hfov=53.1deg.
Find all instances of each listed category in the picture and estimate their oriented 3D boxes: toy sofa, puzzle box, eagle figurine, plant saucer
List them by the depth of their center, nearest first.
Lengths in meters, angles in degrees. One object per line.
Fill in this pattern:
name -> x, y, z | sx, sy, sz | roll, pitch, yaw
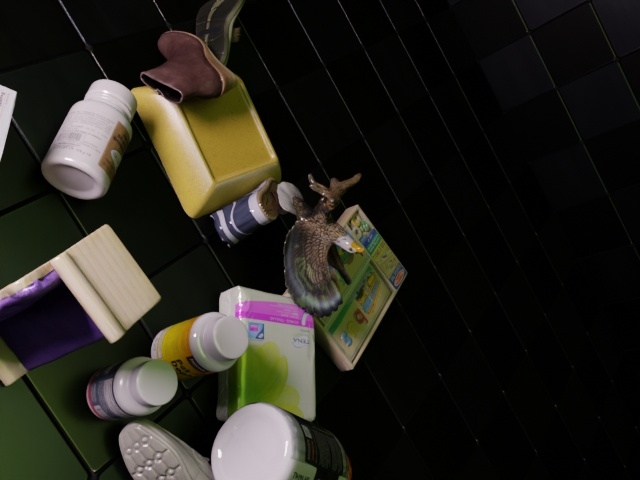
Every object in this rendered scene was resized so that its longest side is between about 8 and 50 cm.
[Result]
toy sofa -> -0.442, 0.126, 1.012 | 0.150, 0.362, 0.177 | 57, 38, -12
eagle figurine -> 0.007, 0.006, 1.537 | 0.226, 0.298, 0.225 | -4, 34, -27
plant saucer -> -0.248, -0.258, 1.566 | 0.332, 0.081, 0.333 | -29, 94, -47
puzzle box -> 0.081, 0.122, 1.764 | 0.272, 0.052, 0.409 | 53, 45, -17

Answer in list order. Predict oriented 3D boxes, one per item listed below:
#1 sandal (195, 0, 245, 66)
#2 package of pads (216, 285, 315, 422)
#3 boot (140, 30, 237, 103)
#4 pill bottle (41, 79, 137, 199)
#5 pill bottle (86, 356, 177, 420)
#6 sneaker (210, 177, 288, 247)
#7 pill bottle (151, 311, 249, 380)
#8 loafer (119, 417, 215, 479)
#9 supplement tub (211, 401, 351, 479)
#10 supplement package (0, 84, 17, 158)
sandal -> -0.261, -0.529, 1.657 | 0.086, 0.120, 0.303 | 56, 38, -55
package of pads -> -0.119, 0.270, 1.469 | 0.229, 0.101, 0.297 | 16, 64, -39
boot -> -0.332, -0.400, 1.458 | 0.248, 0.090, 0.207 | 35, 35, 18
pill bottle -> -0.458, -0.209, 1.297 | 0.131, 0.131, 0.229 | 34, 53, -31
pill bottle -> -0.345, 0.272, 1.182 | 0.108, 0.180, 0.108 | 19, 61, -40
sneaker -> -0.171, -0.069, 1.570 | 0.099, 0.153, 0.282 | 59, 13, -6
pill bottle -> -0.240, 0.212, 1.285 | 0.117, 0.215, 0.117 | 19, 61, -39
loafer -> -0.268, 0.463, 1.253 | 0.319, 0.112, 0.111 | 54, 9, -14
supplement tub -> -0.066, 0.466, 1.333 | 0.316, 0.193, 0.194 | 44, 45, -51
supplement package -> -0.669, -0.171, 1.019 | 0.262, 0.199, 0.198 | 21, 60, -38
